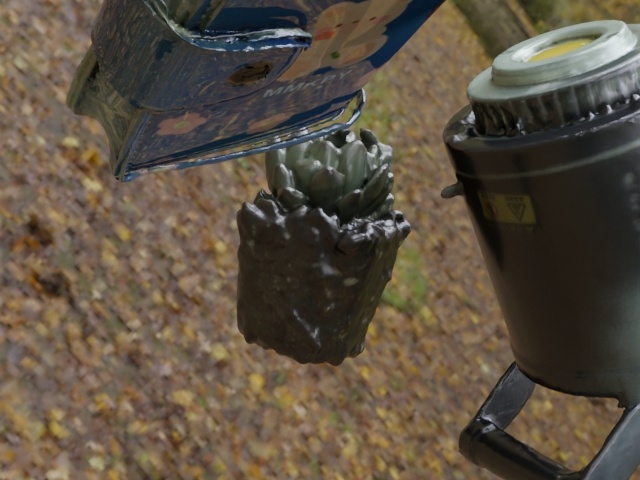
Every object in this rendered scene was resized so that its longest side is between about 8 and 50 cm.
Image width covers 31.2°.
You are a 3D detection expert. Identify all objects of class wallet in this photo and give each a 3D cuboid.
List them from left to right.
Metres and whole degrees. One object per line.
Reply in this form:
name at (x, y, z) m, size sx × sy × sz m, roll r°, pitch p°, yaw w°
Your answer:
wallet at (-0.011, -0.088, 0.416) m, size 0.141 × 0.202 × 0.059 m, roll -15°, pitch 79°, yaw -25°

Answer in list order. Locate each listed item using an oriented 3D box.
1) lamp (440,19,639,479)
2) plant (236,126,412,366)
lamp at (0.206, -0.022, 0.871) m, size 0.272 × 0.374 × 0.205 m, roll 49°, pitch -12°, yaw -23°
plant at (0.000, 0.000, 0.969) m, size 0.129 × 0.195 × 0.132 m, roll 14°, pitch 12°, yaw 16°
